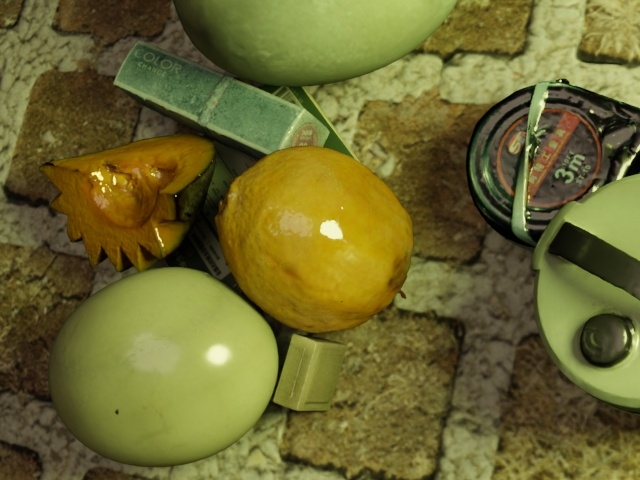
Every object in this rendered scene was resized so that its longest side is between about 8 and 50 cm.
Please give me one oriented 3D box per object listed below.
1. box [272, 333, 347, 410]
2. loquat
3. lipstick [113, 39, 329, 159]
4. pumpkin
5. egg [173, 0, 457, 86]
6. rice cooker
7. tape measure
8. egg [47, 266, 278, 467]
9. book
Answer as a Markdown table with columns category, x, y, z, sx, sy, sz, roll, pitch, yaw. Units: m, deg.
| category | x | y | z | sx | sy | sz | roll | pitch | yaw |
| --- | --- | --- | --- | --- | --- | --- | --- | --- | --- |
| box | -0.009 | 0.145 | 1.231 | 0.035 | 0.083 | 0.079 | 16 | 89 | 27 |
| loquat | 0.000 | 0.000 | 1.210 | 0.234 | 0.176 | 0.187 | 32 | 98 | -13 |
| lipstick | -0.127 | -0.163 | 1.351 | 0.290 | 0.076 | 0.077 | 27 | 86 | 31 |
| pumpkin | -0.201 | -0.046 | 1.348 | 0.254 | 0.149 | 0.130 | 10 | 123 | 40 |
| egg | -0.002 | -0.303 | 1.262 | 0.352 | 0.258 | 0.258 | -10 | 71 | 29 |
| rice cooker | 0.318 | 0.055 | 1.020 | 0.226 | 0.244 | 0.226 | -10 | 72 | 34 |
| tape measure | 0.246 | -0.075 | 1.173 | 0.181 | 0.107 | 0.182 | 32 | 89 | 25 |
| egg | -0.172 | 0.139 | 1.230 | 0.269 | 0.219 | 0.219 | -6 | 72 | 20 |
| book | -0.089 | -0.060 | 1.360 | 0.264 | 0.027 | 0.202 | -39 | 63 | 8 |
